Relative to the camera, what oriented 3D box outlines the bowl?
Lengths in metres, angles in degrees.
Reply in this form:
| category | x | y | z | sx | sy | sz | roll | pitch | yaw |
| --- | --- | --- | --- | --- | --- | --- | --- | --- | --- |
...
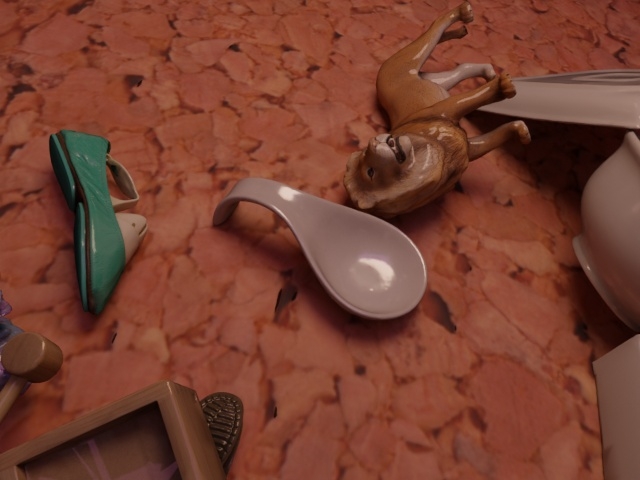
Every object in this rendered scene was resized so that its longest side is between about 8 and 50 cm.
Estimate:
| category | x | y | z | sx | sy | sz | roll | pitch | yaw |
| --- | --- | --- | --- | --- | --- | --- | --- | --- | --- |
| bowl | 0.411 | 0.020 | 0.609 | 0.297 | 0.134 | 0.298 | 31 | 37 | -27 |

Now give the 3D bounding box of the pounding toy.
| category | x | y | z | sx | sy | sz | roll | pitch | yaw |
| --- | --- | --- | --- | --- | --- | --- | --- | --- | --- |
| pounding toy | -0.181 | 0.171 | 0.382 | 0.181 | 0.094 | 0.206 | -24 | 69 | -8 |

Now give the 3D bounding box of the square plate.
| category | x | y | z | sx | sy | sz | roll | pitch | yaw |
| --- | --- | --- | --- | --- | --- | --- | --- | --- | --- |
| square plate | 0.449 | -0.224 | 0.754 | 0.343 | 0.049 | 0.347 | -11 | 22 | -20 |

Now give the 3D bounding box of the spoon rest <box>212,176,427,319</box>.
| category | x | y | z | sx | sy | sz | roll | pitch | yaw |
| --- | --- | --- | --- | --- | --- | --- | --- | --- | --- |
| spoon rest | 0.000 | 0.000 | 0.601 | 0.276 | 0.084 | 0.137 | 26 | 55 | 7 |

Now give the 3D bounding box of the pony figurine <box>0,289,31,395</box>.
| category | x | y | z | sx | sy | sz | roll | pitch | yaw |
| --- | --- | --- | --- | --- | --- | --- | --- | --- | --- |
| pony figurine | -0.410 | 0.121 | 0.345 | 0.351 | 0.303 | 0.363 | 37 | 42 | 24 |

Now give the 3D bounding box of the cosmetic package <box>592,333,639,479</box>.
| category | x | y | z | sx | sy | sz | roll | pitch | yaw |
| --- | --- | --- | --- | --- | --- | --- | --- | --- | --- |
| cosmetic package | 0.487 | 0.286 | 0.499 | 0.377 | 0.097 | 0.285 | 16 | 51 | 0 |

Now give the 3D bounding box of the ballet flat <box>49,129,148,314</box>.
| category | x | y | z | sx | sy | sz | roll | pitch | yaw |
| --- | --- | --- | --- | --- | --- | --- | --- | --- | --- |
| ballet flat | -0.249 | -0.034 | 0.578 | 0.087 | 0.083 | 0.247 | -7 | 58 | -33 |

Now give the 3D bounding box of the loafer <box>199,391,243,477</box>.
| category | x | y | z | sx | sy | sz | roll | pitch | yaw |
| --- | --- | --- | --- | --- | --- | --- | --- | --- | --- |
| loafer | -0.113 | 0.210 | 0.451 | 0.056 | 0.050 | 0.148 | 19 | 57 | 9 |

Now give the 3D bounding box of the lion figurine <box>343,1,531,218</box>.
| category | x | y | z | sx | sy | sz | roll | pitch | yaw |
| --- | --- | --- | --- | --- | --- | --- | --- | --- | --- |
| lion figurine | 0.149 | -0.196 | 0.741 | 0.240 | 0.142 | 0.392 | -21 | 36 | 19 |
